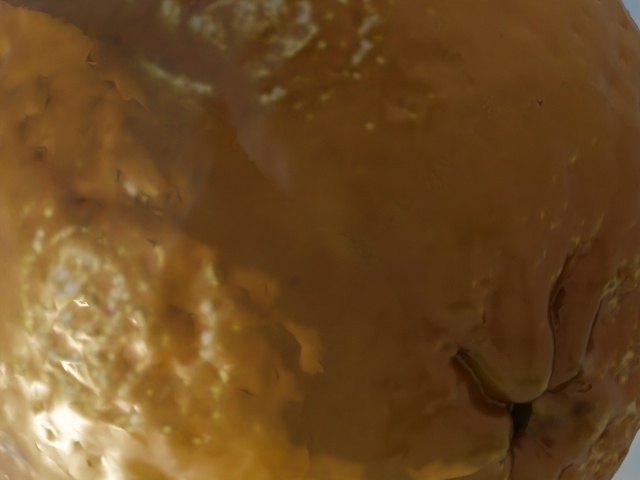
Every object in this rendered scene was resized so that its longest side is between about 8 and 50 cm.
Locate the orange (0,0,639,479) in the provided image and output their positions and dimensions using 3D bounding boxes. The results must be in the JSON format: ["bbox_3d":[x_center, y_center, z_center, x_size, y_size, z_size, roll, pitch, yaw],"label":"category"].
[{"bbox_3d":[0.000,0.000,0.790,0.340,0.293,0.341,-25,-49,-33],"label":"orange"}]
